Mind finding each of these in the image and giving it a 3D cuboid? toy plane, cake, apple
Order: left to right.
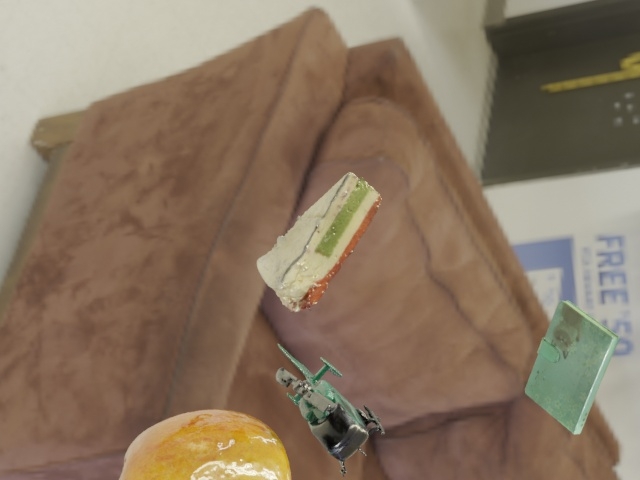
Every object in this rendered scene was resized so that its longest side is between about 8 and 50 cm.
[{"bbox_3d":[-0.189,0.403,1.816,0.299,0.275,0.299,-174,-90,-78],"label":"apple"},{"bbox_3d":[0.003,0.013,1.823,0.086,0.220,0.117,40,18,-36],"label":"cake"},{"bbox_3d":[0.006,0.277,2.063,0.155,0.106,0.382,44,3,-16],"label":"toy plane"}]

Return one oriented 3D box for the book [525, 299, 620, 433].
[{"bbox_3d":[0.302,0.151,1.477,0.017,0.103,0.135,2,115,-36],"label":"book"}]
